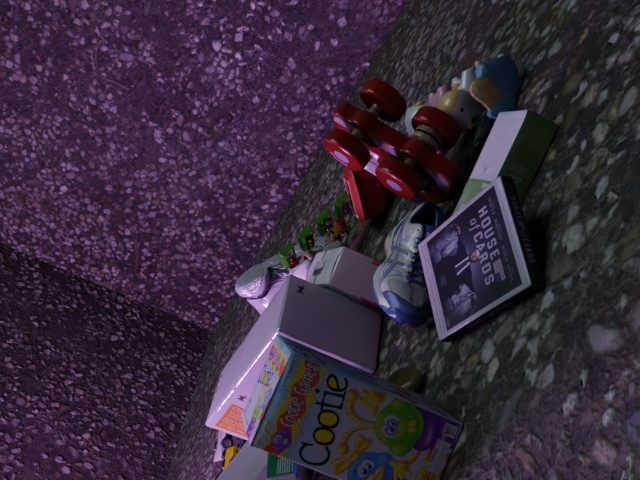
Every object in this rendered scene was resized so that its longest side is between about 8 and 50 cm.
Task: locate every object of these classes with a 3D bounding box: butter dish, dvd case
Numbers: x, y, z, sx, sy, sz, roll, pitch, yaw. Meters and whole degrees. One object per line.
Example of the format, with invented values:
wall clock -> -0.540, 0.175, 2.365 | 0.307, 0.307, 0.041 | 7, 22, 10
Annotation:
butter dish -> 0.134, -0.130, 1.833 | 0.160, 0.118, 0.159 | -115, 10, -77
dvd case -> 0.239, 0.035, 1.070 | 0.238, 0.030, 0.179 | 131, 137, -54

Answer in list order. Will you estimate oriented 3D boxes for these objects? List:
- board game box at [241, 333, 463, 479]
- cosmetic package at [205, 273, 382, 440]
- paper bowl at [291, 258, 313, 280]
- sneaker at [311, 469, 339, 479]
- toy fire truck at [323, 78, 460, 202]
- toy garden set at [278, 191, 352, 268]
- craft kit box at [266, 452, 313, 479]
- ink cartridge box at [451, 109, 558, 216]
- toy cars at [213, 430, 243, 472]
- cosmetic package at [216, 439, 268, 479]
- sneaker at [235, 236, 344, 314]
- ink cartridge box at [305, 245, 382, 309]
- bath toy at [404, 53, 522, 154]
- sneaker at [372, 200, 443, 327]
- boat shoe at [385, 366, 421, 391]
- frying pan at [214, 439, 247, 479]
board game box -> 0.041, 0.266, 1.019 | 0.142, 0.275, 0.144 | -66, 11, -2
cosmetic package -> -0.070, 0.299, 1.563 | 0.453, 0.230, 0.161 | -55, 16, 42
paper bowl -> -0.030, 0.202, 1.776 | 0.284, 0.148, 0.284 | -61, 12, 22
sneaker -> 0.023, 0.375, 1.314 | 0.163, 0.086, 0.226 | -24, 34, 60
toy fire truck -> 0.157, -0.177, 1.445 | 0.169, 0.302, 0.254 | -55, -18, -9
toy garden set -> 0.000, 0.000, 1.894 | 0.244, 0.049, 0.204 | -43, -17, -11
craft kit box -> -0.041, 0.432, 1.253 | 0.250, 0.061, 0.246 | -92, -12, -66
ink cartridge box -> 0.304, -0.111, 1.155 | 0.209, 0.062, 0.109 | -65, 12, 4
toy cars -> -0.240, 0.610, 1.947 | 0.393, 0.087, 0.176 | -108, 38, -62
cosmetic package -> -0.113, 0.477, 1.440 | 0.127, 0.107, 0.238 | -4, 42, 55
sneaker -> -0.059, 0.135, 2.096 | 0.366, 0.210, 0.137 | -24, 28, 16
ink cartridge box -> 0.071, 0.088, 1.536 | 0.092, 0.159, 0.218 | -67, 12, -8
bath toy -> 0.282, -0.268, 1.453 | 0.151, 0.129, 0.348 | -22, 1, -19
sneaker -> 0.177, 0.032, 1.304 | 0.131, 0.112, 0.296 | -56, 15, 36
boat shoe -> 0.133, 0.269, 1.206 | 0.153, 0.048, 0.056 | -45, 10, 43
frying pan -> -0.254, 0.641, 2.105 | 0.197, 0.053, 0.326 | -46, 23, 55
